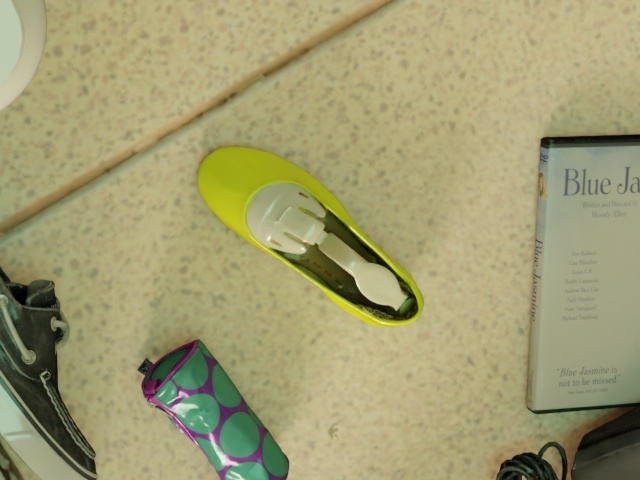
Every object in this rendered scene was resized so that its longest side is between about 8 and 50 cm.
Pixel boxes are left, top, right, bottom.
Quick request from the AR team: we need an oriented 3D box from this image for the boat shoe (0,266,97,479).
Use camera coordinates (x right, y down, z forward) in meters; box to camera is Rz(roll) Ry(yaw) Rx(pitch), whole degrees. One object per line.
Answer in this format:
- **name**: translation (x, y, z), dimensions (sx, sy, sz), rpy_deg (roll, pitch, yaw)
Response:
- **boat shoe**: translation (-0.248, 0.072, 1.524), dimensions (0.102, 0.108, 0.301), rpy_deg (-34, 103, -6)

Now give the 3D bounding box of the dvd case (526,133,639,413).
- **dvd case**: translation (0.277, 0.029, 1.725), dimensions (0.180, 0.022, 0.253), rpy_deg (-3, 103, -17)

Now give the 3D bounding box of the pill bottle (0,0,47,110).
- **pill bottle**: translation (-0.277, -0.162, 1.367), dimensions (0.146, 0.264, 0.146), rpy_deg (-4, 104, -18)

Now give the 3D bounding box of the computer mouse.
- **computer mouse**: translation (0.311, 0.215, 1.739), dimensions (0.272, 0.072, 0.188), rpy_deg (-33, 116, -4)

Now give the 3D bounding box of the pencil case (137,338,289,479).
- **pencil case**: translation (-0.089, 0.157, 1.612), dimensions (0.070, 0.064, 0.151), rpy_deg (-45, 112, -21)

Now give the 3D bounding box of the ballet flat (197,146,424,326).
- **ballet flat**: translation (0.000, 0.000, 1.597), dimensions (0.231, 0.077, 0.077), rpy_deg (38, 90, -22)
